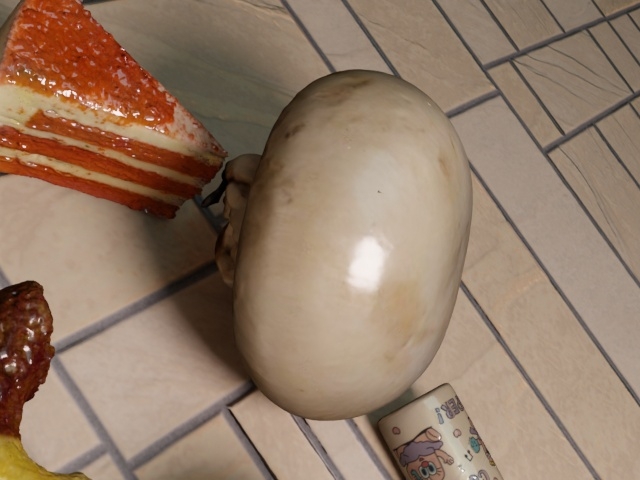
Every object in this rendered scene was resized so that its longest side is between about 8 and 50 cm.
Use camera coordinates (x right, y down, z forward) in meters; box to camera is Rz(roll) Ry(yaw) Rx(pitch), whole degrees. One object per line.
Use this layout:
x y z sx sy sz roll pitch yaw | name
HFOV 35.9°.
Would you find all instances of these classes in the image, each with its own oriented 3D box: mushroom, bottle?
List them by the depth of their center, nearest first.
0.000 0.000 1.019 0.294 0.362 0.362 13 42 11 | mushroom
0.158 0.268 1.099 0.097 0.110 0.209 -14 71 -54 | bottle

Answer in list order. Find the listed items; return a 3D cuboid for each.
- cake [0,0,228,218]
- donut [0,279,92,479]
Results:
-0.239 -0.105 0.978 0.262 0.158 0.160 44 44 -9 | cake
-0.267 0.157 0.793 0.151 0.112 0.295 0 60 -45 | donut
